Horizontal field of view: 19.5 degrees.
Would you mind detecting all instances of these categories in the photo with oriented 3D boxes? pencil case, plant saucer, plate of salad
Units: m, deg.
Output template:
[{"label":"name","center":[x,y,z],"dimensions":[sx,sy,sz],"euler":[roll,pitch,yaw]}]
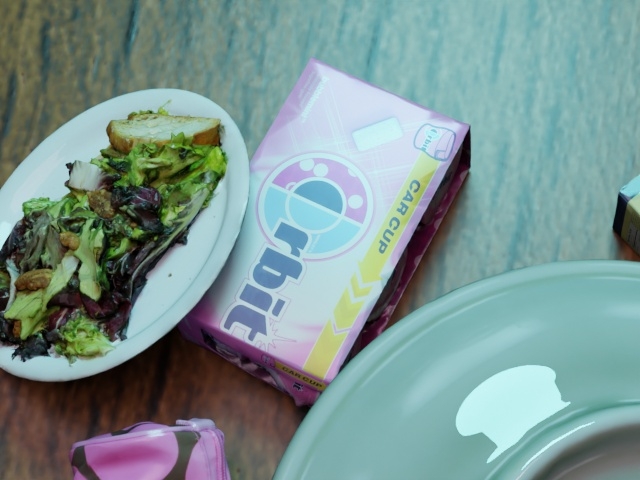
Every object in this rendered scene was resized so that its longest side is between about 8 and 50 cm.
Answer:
[{"label":"pencil case","center":[-0.074,0.197,1.008],"dimensions":[0.098,0.095,0.209],"euler":[-28,66,31]},{"label":"plant saucer","center":[0.164,0.194,0.937],"dimensions":[0.400,0.100,0.400],"euler":[2,75,-8]},{"label":"plate of salad","center":[-0.132,-0.011,1.083],"dimensions":[0.200,0.048,0.200],"euler":[-17,52,23]}]

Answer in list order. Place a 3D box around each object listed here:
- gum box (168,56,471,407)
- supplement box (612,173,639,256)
[{"label":"gum box","center":[0.000,0.000,1.094],"dimensions":[0.107,0.062,0.188],"euler":[25,73,14]},{"label":"supplement box","center":[0.229,-0.014,1.085],"dimensions":[0.083,0.056,0.083],"euler":[-39,71,-10]}]
